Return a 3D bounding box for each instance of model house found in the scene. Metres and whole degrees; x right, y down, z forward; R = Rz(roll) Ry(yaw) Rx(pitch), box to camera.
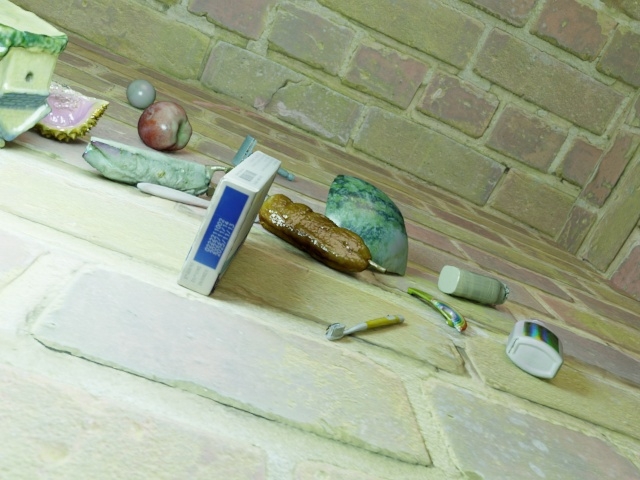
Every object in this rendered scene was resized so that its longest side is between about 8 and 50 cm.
[{"bbox_3d":[-0.683,-0.340,1.198,0.321,0.266,0.261,34,23,24],"label":"model house"}]

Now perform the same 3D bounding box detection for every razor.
[{"bbox_3d":[-0.177,-0.258,2.098,0.232,0.106,0.068,25,12,-38],"label":"razor"}]

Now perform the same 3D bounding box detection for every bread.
[{"bbox_3d":[0.001,-0.002,1.462,0.344,0.084,0.124,30,45,16],"label":"bread"}]

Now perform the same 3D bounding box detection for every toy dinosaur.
[{"bbox_3d":[-0.316,-0.181,1.620,0.200,0.072,0.251,21,21,28],"label":"toy dinosaur"}]

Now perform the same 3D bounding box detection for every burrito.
[{"bbox_3d":[-0.382,-0.155,1.383,0.309,0.096,0.066,14,36,-42],"label":"burrito"}]

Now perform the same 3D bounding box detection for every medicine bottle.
[{"bbox_3d":[0.487,0.236,1.411,0.115,0.078,0.219,26,14,15],"label":"medicine bottle"}]

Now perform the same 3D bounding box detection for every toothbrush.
[{"bbox_3d":[0.093,0.156,1.170,0.021,0.024,0.288,31,16,29],"label":"toothbrush"},{"bbox_3d":[-0.276,-0.088,1.438,0.307,0.025,0.029,15,9,-33],"label":"toothbrush"}]

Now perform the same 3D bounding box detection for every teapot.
[{"bbox_3d":[0.412,0.125,1.702,0.200,0.077,0.107,16,-3,-29],"label":"teapot"}]

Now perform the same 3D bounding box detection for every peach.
[{"bbox_3d":[-0.454,-0.320,1.788,0.152,0.152,0.152,23,15,-6],"label":"peach"}]

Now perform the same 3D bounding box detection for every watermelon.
[{"bbox_3d":[0.116,-0.026,1.614,0.260,0.256,0.176,21,-31,15],"label":"watermelon"}]

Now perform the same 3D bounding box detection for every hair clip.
[{"bbox_3d":[0.276,0.154,1.455,0.060,0.033,0.188,10,21,-45],"label":"hair clip"}]

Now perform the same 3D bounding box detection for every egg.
[{"bbox_3d":[-0.639,-0.523,2.219,0.103,0.103,0.135,19,14,-21],"label":"egg"}]

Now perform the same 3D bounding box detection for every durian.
[{"bbox_3d":[-0.613,-0.307,1.464,0.182,0.132,0.165,7,15,-40],"label":"durian"}]

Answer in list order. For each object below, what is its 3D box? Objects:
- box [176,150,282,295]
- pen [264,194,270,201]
[{"bbox_3d":[-0.156,-0.047,1.143,0.065,0.200,0.343,26,14,-4],"label":"box"},{"bbox_3d":[-0.151,-0.107,1.698,0.040,0.032,0.233,-11,29,-25],"label":"pen"}]
